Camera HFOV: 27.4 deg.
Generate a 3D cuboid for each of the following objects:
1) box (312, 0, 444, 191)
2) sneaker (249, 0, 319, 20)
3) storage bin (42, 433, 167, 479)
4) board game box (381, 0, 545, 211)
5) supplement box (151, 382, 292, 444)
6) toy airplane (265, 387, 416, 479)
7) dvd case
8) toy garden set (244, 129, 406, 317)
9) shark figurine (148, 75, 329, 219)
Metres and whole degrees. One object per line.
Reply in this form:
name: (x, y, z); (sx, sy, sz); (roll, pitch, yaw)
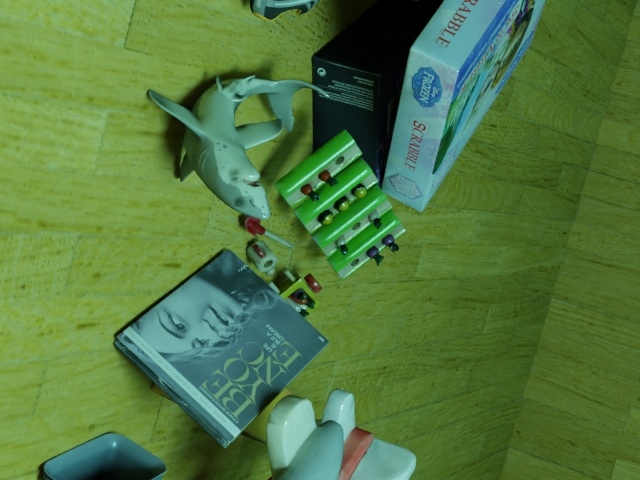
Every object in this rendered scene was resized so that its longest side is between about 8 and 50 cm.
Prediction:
box: (0.093, -0.206, 1.743); (0.261, 0.103, 0.184); (-47, 149, -45)
sneaker: (-0.017, -0.297, 1.474); (0.215, 0.084, 0.083); (-22, 140, -57)
storage bin: (-0.231, 0.277, 1.381); (0.135, 0.098, 0.091); (-21, 135, -61)
board game box: (0.192, -0.238, 1.607); (0.319, 0.066, 0.318); (-56, 168, -24)
supplement box: (-0.114, 0.181, 1.584); (0.078, 0.080, 0.233); (-68, 158, -12)
toy airplane: (-0.018, 0.369, 1.565); (0.386, 0.272, 0.384); (18, 104, -53)
dvd case: (-0.104, 0.113, 1.463); (0.221, 0.164, 0.018); (-41, 171, -50)
toy garden set: (0.000, 0.000, 1.636); (0.204, 0.049, 0.244); (-38, 147, -1)
shark figurine: (-0.107, -0.113, 1.408); (0.116, 0.166, 0.278); (-57, -174, 33)
